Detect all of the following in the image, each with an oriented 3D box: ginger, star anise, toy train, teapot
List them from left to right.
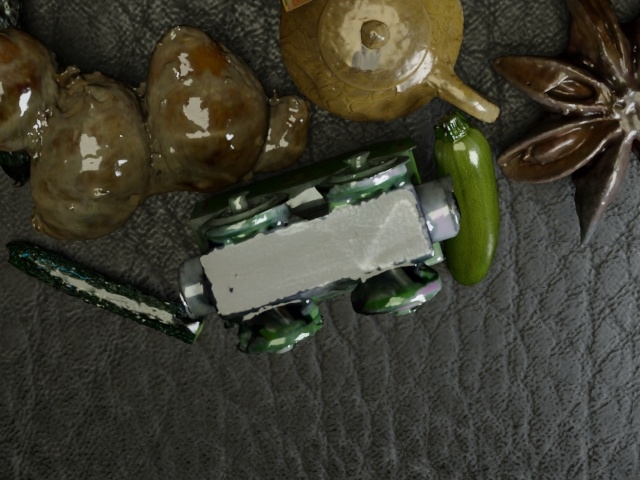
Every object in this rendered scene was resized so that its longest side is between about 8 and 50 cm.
[{"bbox_3d":[-0.195,-0.123,1.243,0.375,0.176,0.256,-6,124,-6],"label":"ginger"},{"bbox_3d":[0.000,0.000,1.238,0.307,0.249,0.174,-18,102,4],"label":"toy train"},{"bbox_3d":[0.066,-0.218,1.224,0.311,0.167,0.203,36,102,-8],"label":"teapot"},{"bbox_3d":[0.345,-0.146,1.271,0.315,0.108,0.316,-1,105,-2],"label":"star anise"}]

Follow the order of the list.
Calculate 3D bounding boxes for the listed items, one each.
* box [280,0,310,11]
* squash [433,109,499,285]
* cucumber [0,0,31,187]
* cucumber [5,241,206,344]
[{"bbox_3d":[0.046,-0.372,1.149,0.274,0.076,0.174,-27,73,-5],"label":"box"},{"bbox_3d":[0.167,-0.047,1.281,0.069,0.069,0.258,-9,134,3],"label":"squash"},{"bbox_3d":[-0.360,-0.201,1.289,0.067,0.067,0.294,-4,105,2],"label":"cucumber"},{"bbox_3d":[-0.262,0.060,1.364,0.256,0.044,0.043,23,93,-3],"label":"cucumber"}]
